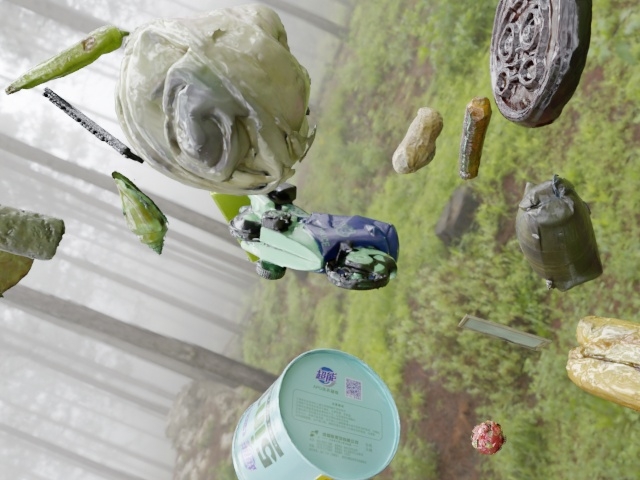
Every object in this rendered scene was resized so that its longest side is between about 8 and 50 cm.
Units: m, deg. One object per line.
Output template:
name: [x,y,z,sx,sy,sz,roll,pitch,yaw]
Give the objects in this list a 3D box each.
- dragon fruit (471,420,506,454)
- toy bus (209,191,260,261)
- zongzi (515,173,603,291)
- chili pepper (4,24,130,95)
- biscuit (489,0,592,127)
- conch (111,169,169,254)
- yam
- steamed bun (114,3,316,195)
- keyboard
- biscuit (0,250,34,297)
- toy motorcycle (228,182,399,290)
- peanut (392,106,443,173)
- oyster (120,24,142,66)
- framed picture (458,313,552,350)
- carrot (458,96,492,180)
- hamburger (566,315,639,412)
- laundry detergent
dragon fruit: [0.426,0.509,1.793,0.116,0.086,0.081,105,162,-51]
toy bus: [-0.181,-0.075,1.794,0.150,0.128,0.262,-112,-4,-53]
zongzi: [0.637,-0.119,2.026,0.403,0.207,0.432,51,-159,-48]
chili pepper: [-0.379,-0.267,1.042,0.208,0.049,0.043,-29,-35,-6]
biscuit: [0.472,-0.455,1.555,0.407,0.091,0.408,-178,90,-84]
conch: [-0.363,-0.052,1.444,0.079,0.094,0.201,-48,-36,-23]
yam: [-0.498,-0.019,1.098,0.078,0.179,0.078,-39,44,51]
steamed bun: [-0.157,-0.183,0.971,0.207,0.280,0.268,-56,-36,-69]
keyboard: [-0.344,-0.173,1.059,0.018,0.195,0.060,-54,-23,0]
biscuit: [-0.707,0.037,1.597,0.260,0.041,0.203,114,177,-75]
toy motorcycle: [0.000,0.000,1.153,0.196,0.331,0.125,-17,-60,-46]
peanut: [0.248,-0.249,1.769,0.099,0.099,0.214,113,180,-62]
oyster: [-0.416,-0.445,1.801,0.092,0.259,0.198,-44,-34,-56]
framed picture: [0.435,0.220,1.670,0.136,0.200,0.010,79,-152,-72]
carrot: [0.402,-0.262,1.834,0.260,0.070,0.070,86,-159,-50]
hamburger: [0.413,0.154,0.846,0.214,0.213,0.108,-74,-1,-87]
laundry detergent: [-0.025,0.431,1.518,0.305,0.287,0.287,-52,11,43]
